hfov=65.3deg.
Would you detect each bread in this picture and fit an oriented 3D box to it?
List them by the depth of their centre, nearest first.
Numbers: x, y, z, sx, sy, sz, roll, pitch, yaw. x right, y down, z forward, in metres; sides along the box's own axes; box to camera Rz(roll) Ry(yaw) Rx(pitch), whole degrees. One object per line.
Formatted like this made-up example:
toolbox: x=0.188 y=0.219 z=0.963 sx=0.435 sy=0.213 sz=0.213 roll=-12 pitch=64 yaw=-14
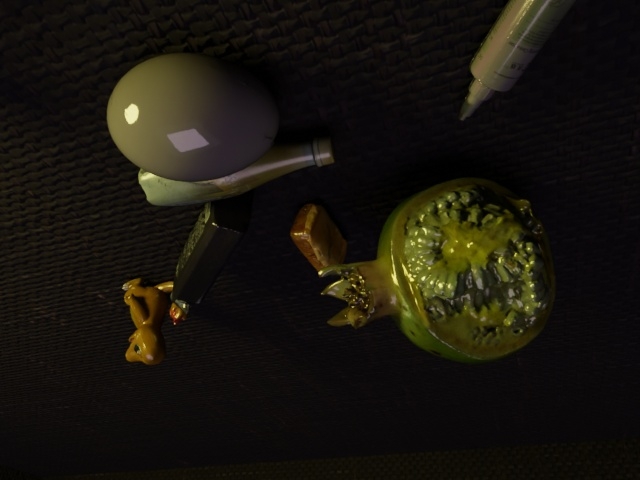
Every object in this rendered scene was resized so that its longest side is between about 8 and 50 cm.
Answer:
bread: x=0.000 y=0.000 z=0.822 sx=0.053 sy=0.074 sz=0.132 roll=3 pitch=145 yaw=30

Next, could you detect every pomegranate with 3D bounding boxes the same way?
pomegranate: x=0.168 y=0.049 z=0.716 sx=0.340 sy=0.261 sz=0.261 roll=-9 pitch=142 yaw=-3

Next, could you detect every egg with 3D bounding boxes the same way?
egg: x=-0.147 y=-0.142 z=0.585 sx=0.198 sy=0.147 sz=0.147 roll=3 pitch=142 yaw=-1

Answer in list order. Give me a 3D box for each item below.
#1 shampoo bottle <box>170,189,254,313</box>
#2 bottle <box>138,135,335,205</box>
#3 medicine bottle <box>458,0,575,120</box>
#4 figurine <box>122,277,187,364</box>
shampoo bottle: x=-0.200 y=0.028 z=0.846 sx=0.071 sy=0.098 sz=0.309 roll=16 pitch=141 yaw=-24
bottle: x=-0.113 y=-0.104 z=0.687 sx=0.269 sy=0.083 sz=0.083 roll=-10 pitch=141 yaw=10
medicine bottle: x=0.207 y=-0.210 z=0.551 sx=0.057 sy=0.058 sz=0.199 roll=13 pitch=141 yaw=-13
figurine: x=-0.312 y=0.153 z=0.960 sx=0.122 sy=0.176 sz=0.121 roll=-16 pitch=142 yaw=5
